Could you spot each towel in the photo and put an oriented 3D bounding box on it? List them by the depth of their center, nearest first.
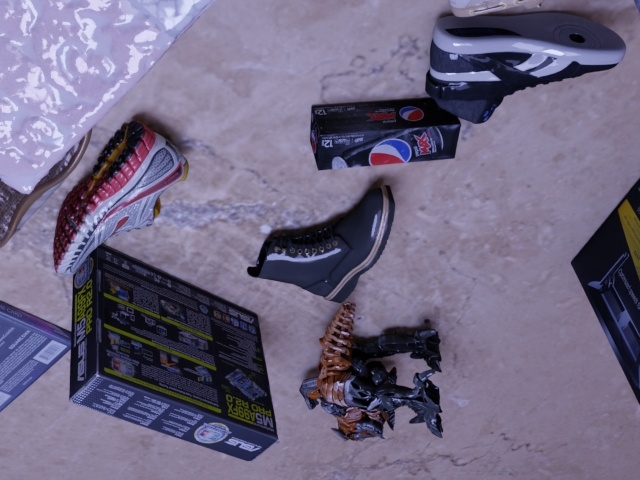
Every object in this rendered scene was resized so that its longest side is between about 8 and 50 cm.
[{"bbox_3d":[-0.265,-0.230,0.659,0.317,0.053,0.332,-37,115,22],"label":"towel"}]

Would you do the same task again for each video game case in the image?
[{"bbox_3d":[-0.499,0.134,1.149,0.196,0.026,0.274,-39,129,23],"label":"video game case"}]

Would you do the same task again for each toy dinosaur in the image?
[{"bbox_3d":[0.069,0.211,1.287,0.218,0.164,0.322,-3,158,11],"label":"toy dinosaur"}]

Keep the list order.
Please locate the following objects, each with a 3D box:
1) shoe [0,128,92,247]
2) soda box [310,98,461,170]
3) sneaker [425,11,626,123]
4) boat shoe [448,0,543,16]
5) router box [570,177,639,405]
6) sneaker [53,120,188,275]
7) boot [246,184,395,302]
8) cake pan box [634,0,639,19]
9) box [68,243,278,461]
[{"bbox_3d":[-0.328,-0.079,0.971,0.076,0.058,0.219,39,112,-17],"label":"shoe"},{"bbox_3d":[0.075,-0.126,1.016,0.169,0.060,0.053,-6,135,-9],"label":"soda box"},{"bbox_3d":[0.225,-0.191,0.987,0.217,0.079,0.121,3,136,-5],"label":"sneaker"},{"bbox_3d":[0.215,-0.274,0.913,0.170,0.063,0.059,-8,140,3],"label":"boat shoe"},{"bbox_3d":[0.469,0.058,1.116,0.081,0.309,0.243,14,129,-21],"label":"router box"},{"bbox_3d":[-0.238,-0.032,1.010,0.093,0.088,0.225,27,122,-35],"label":"sneaker"},{"bbox_3d":[0.000,0.000,1.114,0.137,0.077,0.198,14,127,-19],"label":"boot"},{"bbox_3d":[0.363,-0.291,0.788,0.070,0.267,0.245,3,136,-4],"label":"cake pan box"},{"bbox_3d":[-0.185,0.143,1.101,0.270,0.216,0.060,28,122,-35],"label":"box"}]
